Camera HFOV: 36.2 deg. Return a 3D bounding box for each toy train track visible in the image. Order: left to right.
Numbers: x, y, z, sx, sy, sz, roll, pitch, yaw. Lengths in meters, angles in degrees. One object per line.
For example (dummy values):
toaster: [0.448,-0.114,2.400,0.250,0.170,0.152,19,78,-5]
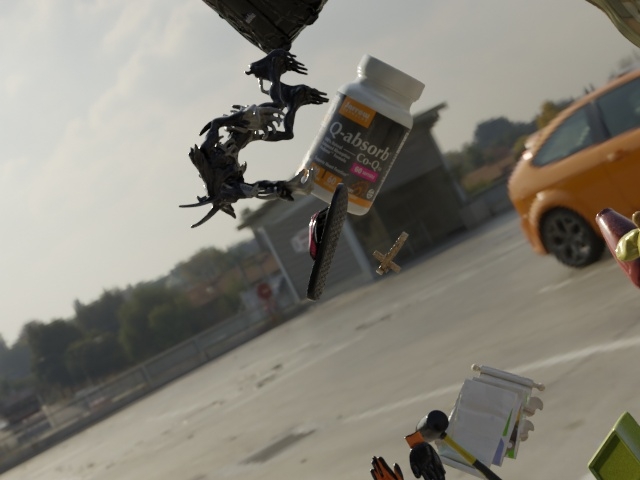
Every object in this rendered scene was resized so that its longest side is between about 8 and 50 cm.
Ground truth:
toy train track: [0.108,0.022,1.492,0.083,0.048,0.014,-58,-6,31]

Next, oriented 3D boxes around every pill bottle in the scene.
pill bottle: [0.078,-0.202,1.871,0.279,0.162,0.162,-63,-9,9]

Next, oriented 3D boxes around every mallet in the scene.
mallet: [0.222,0.331,1.481,0.039,0.189,0.062,-47,0,-29]

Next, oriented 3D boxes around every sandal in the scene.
sandal: [0.000,0.000,1.429,0.040,0.179,0.067,19,10,18]

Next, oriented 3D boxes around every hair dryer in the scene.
hair dryer: [0.592,-0.010,1.626,0.293,0.080,0.224,6,62,42]

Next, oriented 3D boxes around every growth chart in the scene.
growth chart: [0.329,0.356,1.921,0.237,0.172,0.021,-59,-21,-19]

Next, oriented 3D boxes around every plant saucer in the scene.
plant saucer: [0.683,0.515,2.205,0.045,0.188,0.188,2,-53,-29]

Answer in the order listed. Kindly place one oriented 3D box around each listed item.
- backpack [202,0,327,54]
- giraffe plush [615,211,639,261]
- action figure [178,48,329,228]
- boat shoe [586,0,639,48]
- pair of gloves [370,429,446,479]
backpack: [-0.111,-0.493,1.771,0.225,0.253,0.191,-39,24,47]
giraffe plush: [0.399,0.037,1.036,0.181,0.171,0.210,-28,-35,16]
action figure: [-0.085,-0.132,1.353,0.140,0.164,0.276,10,59,31]
boat shoe: [0.500,-0.385,1.518,0.109,0.302,0.098,-46,-7,-38]
pair of gloves: [0.105,0.278,1.182,0.083,0.074,0.010,-33,-12,3]
